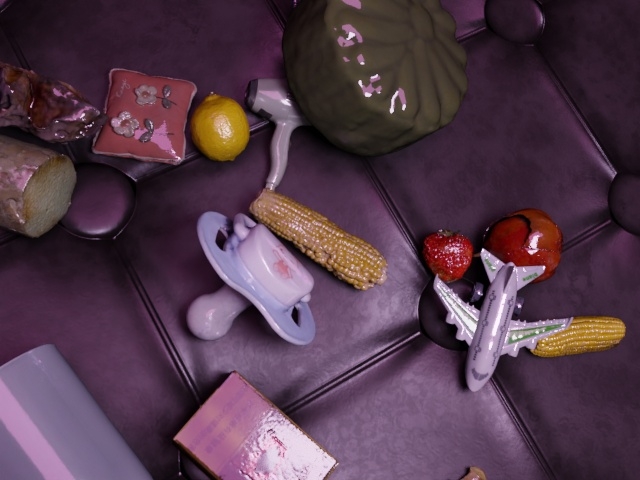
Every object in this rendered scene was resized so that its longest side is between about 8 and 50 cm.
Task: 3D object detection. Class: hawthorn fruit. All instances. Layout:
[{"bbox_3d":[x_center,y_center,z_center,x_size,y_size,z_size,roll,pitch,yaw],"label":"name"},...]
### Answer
[{"bbox_3d":[0.375,0.014,1.299,0.171,0.148,0.148,-6,75,4],"label":"hawthorn fruit"}]

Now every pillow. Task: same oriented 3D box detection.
[{"bbox_3d":[-0.325,-0.234,1.259,0.171,0.075,0.179,8,71,-5],"label":"pillow"}]

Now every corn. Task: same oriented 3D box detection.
[{"bbox_3d":[0.490,0.183,1.307,0.203,0.072,0.072,-4,75,-13],"label":"corn"},{"bbox_3d":[0.000,0.000,1.241,0.288,0.086,0.087,32,71,-7],"label":"corn"}]

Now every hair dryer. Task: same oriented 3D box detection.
[{"bbox_3d":[-0.024,-0.186,1.321,0.229,0.092,0.267,-7,90,-19],"label":"hair dryer"}]

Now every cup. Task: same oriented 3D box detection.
[{"bbox_3d":[-0.399,0.336,1.013,0.205,0.205,0.312,-37,85,-18],"label":"cup"}]

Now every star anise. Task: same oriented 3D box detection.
[{"bbox_3d":[-0.516,-0.233,1.117,0.331,0.331,0.118,19,89,-6],"label":"star anise"}]

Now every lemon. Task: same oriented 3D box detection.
[{"bbox_3d":[-0.187,-0.210,1.263,0.109,0.109,0.133,-21,103,-16],"label":"lemon"}]

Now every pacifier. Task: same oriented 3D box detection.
[{"bbox_3d":[-0.140,0.083,1.169,0.225,0.238,0.287,-37,112,11],"label":"pacifier"}]

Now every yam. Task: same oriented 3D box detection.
[{"bbox_3d":[-0.565,-0.109,1.130,0.267,0.161,0.161,19,71,-6],"label":"yam"}]

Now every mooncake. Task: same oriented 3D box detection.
[{"bbox_3d":[0.114,-0.345,1.269,0.356,0.194,0.357,9,74,-36],"label":"mooncake"}]

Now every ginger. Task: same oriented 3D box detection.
[{"bbox_3d":[0.274,0.429,1.212,0.097,0.030,0.048,8,74,-11],"label":"ginger"}]

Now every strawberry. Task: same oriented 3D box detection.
[{"bbox_3d":[0.239,0.030,1.290,0.106,0.106,0.106,3,74,-10],"label":"strawberry"}]

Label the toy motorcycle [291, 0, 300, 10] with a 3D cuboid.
[{"bbox_3d":[0.054,-0.533,1.412,0.170,0.110,0.260,32,75,-13],"label":"toy motorcycle"}]

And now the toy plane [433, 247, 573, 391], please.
[{"bbox_3d":[0.315,0.151,1.238,0.251,0.101,0.255,17,94,7],"label":"toy plane"}]

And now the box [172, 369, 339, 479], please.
[{"bbox_3d":[-0.109,0.355,1.138,0.240,0.071,0.159,42,69,3],"label":"box"}]
